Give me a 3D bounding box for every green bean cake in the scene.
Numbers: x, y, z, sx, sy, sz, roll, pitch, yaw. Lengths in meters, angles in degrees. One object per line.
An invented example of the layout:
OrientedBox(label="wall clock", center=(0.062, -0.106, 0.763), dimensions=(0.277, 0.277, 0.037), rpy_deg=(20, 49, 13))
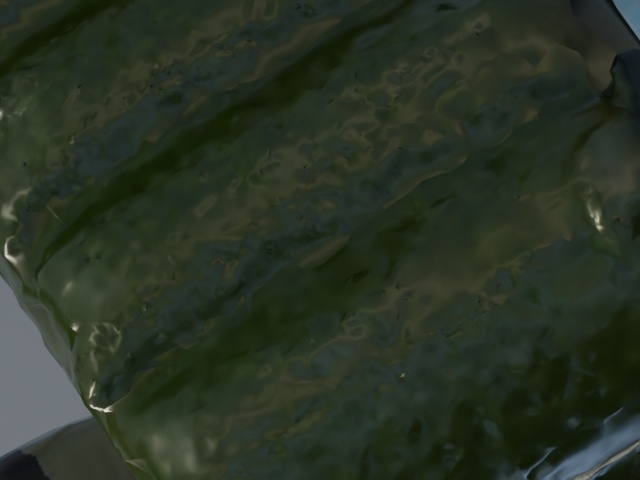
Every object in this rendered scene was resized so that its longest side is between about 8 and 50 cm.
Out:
OrientedBox(label="green bean cake", center=(0.000, 0.000, 0.498), dimensions=(0.250, 0.156, 0.247), rpy_deg=(55, 173, 29))

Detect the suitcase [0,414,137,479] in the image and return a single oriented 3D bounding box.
OrientedBox(label="suitcase", center=(-0.129, 0.254, 0.818), dimensions=(0.194, 0.339, 0.351), rpy_deg=(61, -176, 28))
